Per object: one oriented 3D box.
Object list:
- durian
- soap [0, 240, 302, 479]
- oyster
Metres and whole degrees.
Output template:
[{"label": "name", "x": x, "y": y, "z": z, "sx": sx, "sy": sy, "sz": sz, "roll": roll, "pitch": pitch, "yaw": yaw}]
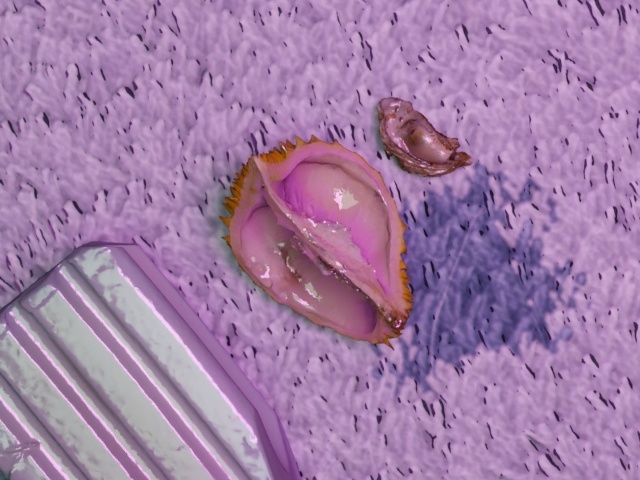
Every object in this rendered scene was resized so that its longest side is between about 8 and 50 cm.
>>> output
[{"label": "durian", "x": -0.002, "y": 0.000, "z": 1.092, "sx": 0.182, "sy": 0.132, "sz": 0.165, "roll": 15, "pitch": 106, "yaw": -12}, {"label": "soap", "x": -0.156, "y": 0.180, "z": 1.114, "sx": 0.208, "sy": 0.115, "sz": 0.347, "roll": -39, "pitch": 93, "yaw": 4}, {"label": "oyster", "x": 0.089, "y": -0.092, "z": 1.139, "sx": 0.080, "sy": 0.038, "sz": 0.083, "roll": -11, "pitch": 65, "yaw": -23}]
